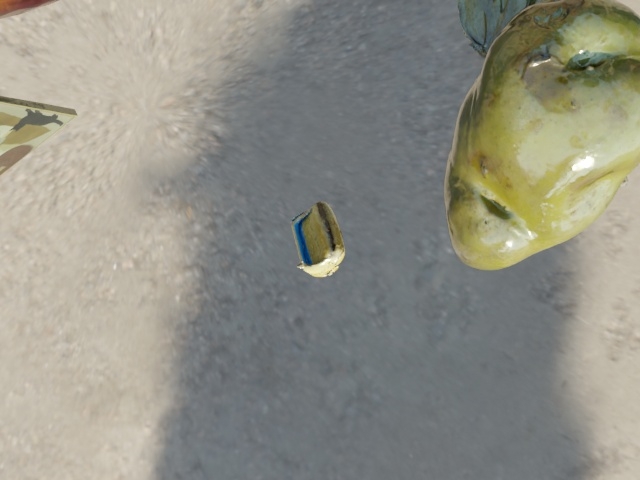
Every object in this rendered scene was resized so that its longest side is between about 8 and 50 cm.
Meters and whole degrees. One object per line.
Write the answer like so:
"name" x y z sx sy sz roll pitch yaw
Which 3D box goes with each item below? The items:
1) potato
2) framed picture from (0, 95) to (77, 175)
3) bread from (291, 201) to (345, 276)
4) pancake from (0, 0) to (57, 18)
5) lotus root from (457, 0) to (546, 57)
"potato" 0.246 -0.112 1.251 0.203 0.218 0.351 -3 135 -38
"framed picture" -0.330 -0.065 1.007 0.201 0.136 0.010 -35 81 16
"bread" 0.000 0.000 1.631 0.072 0.106 0.053 -32 143 23
"pancake" -0.061 -0.092 0.255 0.212 0.257 0.056 -19 95 -19
"lotus root" 0.240 -0.298 1.428 0.143 0.070 0.144 8 87 23
